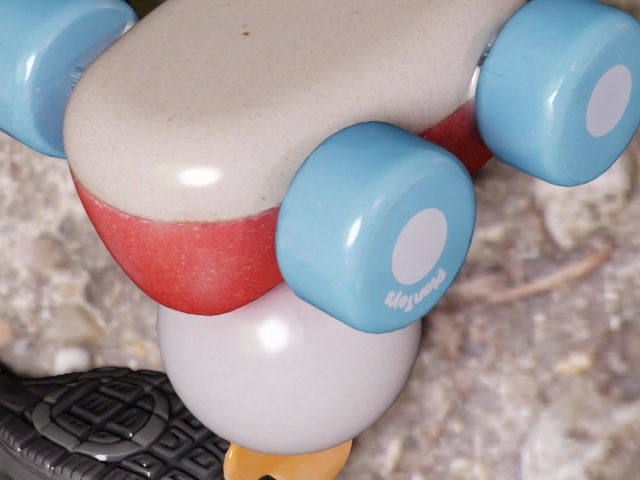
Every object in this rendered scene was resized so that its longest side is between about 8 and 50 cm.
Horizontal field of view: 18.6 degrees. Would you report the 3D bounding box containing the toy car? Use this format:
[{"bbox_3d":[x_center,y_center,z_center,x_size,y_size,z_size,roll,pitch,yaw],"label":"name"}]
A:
[{"bbox_3d":[0.000,0.000,0.826,0.219,0.210,0.238,27,139,35],"label":"toy car"}]

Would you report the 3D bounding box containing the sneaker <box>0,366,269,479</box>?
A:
[{"bbox_3d":[-0.141,0.127,0.947,0.286,0.109,0.130,11,112,33],"label":"sneaker"}]

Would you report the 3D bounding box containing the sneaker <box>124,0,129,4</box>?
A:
[{"bbox_3d":[-0.226,-0.168,0.930,0.178,0.124,0.295,-29,85,18],"label":"sneaker"}]
